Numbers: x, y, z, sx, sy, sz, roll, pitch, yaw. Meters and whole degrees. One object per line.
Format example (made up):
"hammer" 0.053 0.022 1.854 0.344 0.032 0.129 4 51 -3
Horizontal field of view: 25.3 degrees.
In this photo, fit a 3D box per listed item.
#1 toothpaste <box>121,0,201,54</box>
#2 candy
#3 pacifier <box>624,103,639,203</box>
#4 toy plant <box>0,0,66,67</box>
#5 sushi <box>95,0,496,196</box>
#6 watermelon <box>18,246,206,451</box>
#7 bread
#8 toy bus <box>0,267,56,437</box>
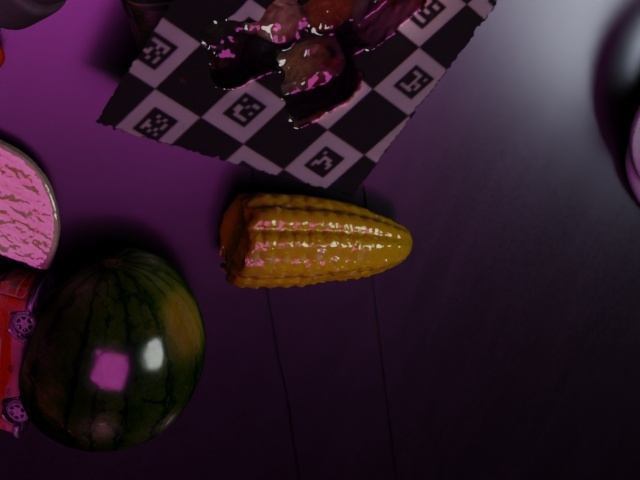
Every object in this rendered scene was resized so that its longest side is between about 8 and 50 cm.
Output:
"toothpaste" -0.157 -0.229 1.340 0.078 0.047 0.248 -20 130 -5
"candy" 0.000 0.000 1.477 0.198 0.094 0.106 0 150 -19
"pacifier" 0.472 -0.048 1.477 0.343 0.269 0.288 30 130 -21
"toy plant" -0.305 -0.263 1.204 0.400 0.279 0.185 -13 86 21
"sushi" -0.013 -0.214 1.357 0.320 0.069 0.339 12 128 -37
"watermelon" -0.194 0.130 1.443 0.204 0.127 0.232 -5 115 -46
"bread" -0.339 -0.053 1.401 0.193 0.036 0.112 20 105 -18
"toy bus" -0.317 0.108 1.459 0.077 0.079 0.174 12 114 7
